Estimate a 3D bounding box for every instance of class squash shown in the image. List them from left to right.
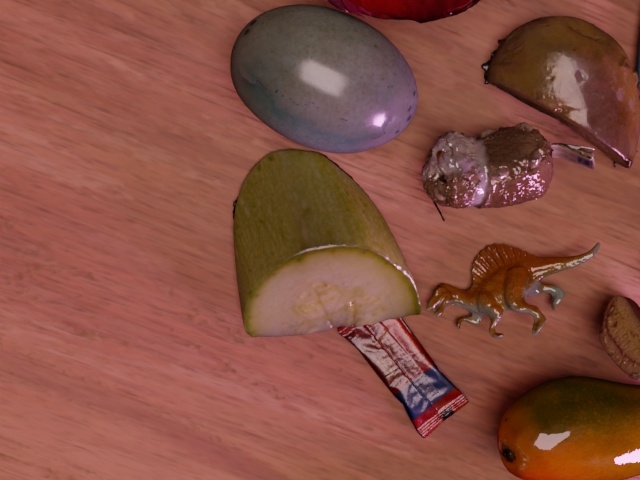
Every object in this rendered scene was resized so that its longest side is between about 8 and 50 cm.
[{"bbox_3d":[0.000,0.000,1.311,0.237,0.155,0.204,-9,131,-4],"label":"squash"}]

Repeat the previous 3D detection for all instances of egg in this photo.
[{"bbox_3d":[0.005,-0.196,1.211,0.237,0.169,0.169,22,97,-5],"label":"egg"}]

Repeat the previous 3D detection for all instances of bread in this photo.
[{"bbox_3d":[0.417,0.134,1.318,0.067,0.192,0.119,-41,65,16],"label":"bread"}]

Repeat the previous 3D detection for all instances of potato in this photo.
[{"bbox_3d":[0.344,-0.203,1.272,0.243,0.098,0.138,30,94,-9],"label":"potato"}]

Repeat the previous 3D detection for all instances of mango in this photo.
[{"bbox_3d":[0.374,0.256,1.326,0.289,0.129,0.146,3,89,-8],"label":"mango"}]

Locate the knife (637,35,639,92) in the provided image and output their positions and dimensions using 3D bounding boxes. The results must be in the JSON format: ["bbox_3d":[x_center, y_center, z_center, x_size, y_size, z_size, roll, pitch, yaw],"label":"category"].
[{"bbox_3d":[0.452,-0.281,1.299,0.064,0.031,0.221,4,95,0],"label":"knife"}]

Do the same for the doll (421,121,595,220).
[{"bbox_3d":[0.237,-0.099,1.274,0.221,0.105,0.115,-14,136,-2],"label":"doll"}]

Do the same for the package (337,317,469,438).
[{"bbox_3d":[0.113,0.171,1.349,0.083,0.022,0.200,-38,99,3],"label":"package"}]

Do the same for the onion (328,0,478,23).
[{"bbox_3d":[0.100,-0.379,1.142,0.276,0.276,0.276,-1,99,-4],"label":"onion"}]

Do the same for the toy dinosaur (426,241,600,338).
[{"bbox_3d":[0.258,0.052,1.335,0.142,0.057,0.212,38,83,11],"label":"toy dinosaur"}]
